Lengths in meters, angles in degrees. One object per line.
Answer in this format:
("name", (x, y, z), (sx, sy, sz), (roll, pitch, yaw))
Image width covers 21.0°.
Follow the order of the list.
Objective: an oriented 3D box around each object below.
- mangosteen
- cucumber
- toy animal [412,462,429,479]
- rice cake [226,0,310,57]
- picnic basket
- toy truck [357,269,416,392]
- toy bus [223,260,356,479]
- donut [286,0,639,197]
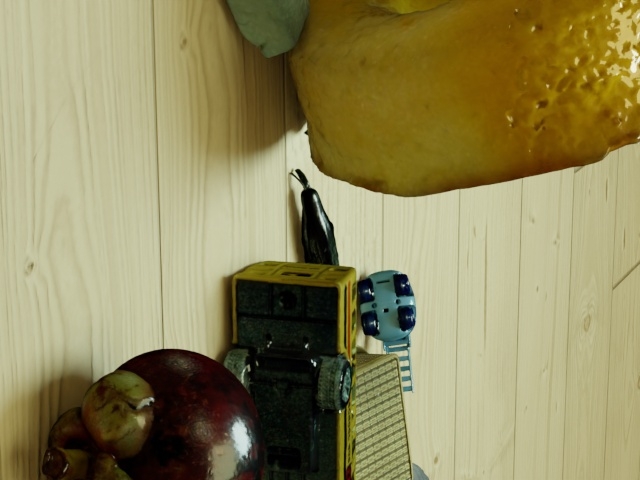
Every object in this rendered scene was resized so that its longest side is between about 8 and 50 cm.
("mangosteen", (-0.140, 0.179, 1.399), (0.200, 0.199, 0.200), (7, 90, -66))
("cucumber", (0.000, 0.000, 1.783), (0.039, 0.043, 0.163), (-35, 132, -34))
("toy animal", (0.074, 0.287, 1.967), (0.195, 0.090, 0.324), (-10, 104, -55))
("rice cake", (-0.062, -0.256, 1.549), (0.206, 0.063, 0.069), (68, 36, -48))
("picnic basket", (0.030, 0.200, 1.815), (0.115, 0.079, 0.164), (-20, 106, -53))
("toy truck", (0.081, 0.102, 1.942), (0.074, 0.063, 0.136), (49, 36, -73))
("toy bus", (-0.024, 0.189, 1.696), (0.123, 0.121, 0.336), (-47, 139, -69))
("donut", (0.143, -0.205, 1.633), (0.377, 0.435, 0.163), (-33, 120, -12))
